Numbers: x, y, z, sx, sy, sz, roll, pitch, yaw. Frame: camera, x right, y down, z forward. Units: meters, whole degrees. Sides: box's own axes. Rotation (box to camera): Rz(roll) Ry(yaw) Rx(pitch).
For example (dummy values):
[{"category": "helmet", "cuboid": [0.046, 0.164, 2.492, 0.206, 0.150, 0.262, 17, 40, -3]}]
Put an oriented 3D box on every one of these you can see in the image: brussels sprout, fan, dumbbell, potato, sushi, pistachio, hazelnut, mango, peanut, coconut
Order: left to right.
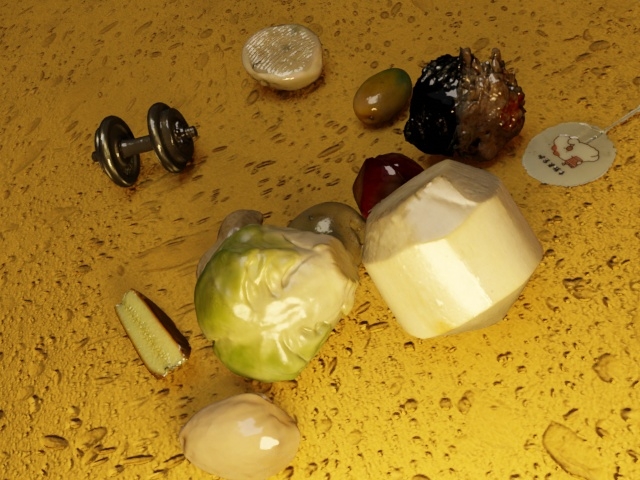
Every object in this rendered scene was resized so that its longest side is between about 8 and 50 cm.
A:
[{"category": "dumbbell", "cuboid": [-0.457, -0.247, 1.819, 0.290, 0.192, 0.192, -12, 48, 11]}, {"category": "peanut", "cuboid": [-0.196, 0.033, 1.531, 0.124, 0.123, 0.256, -1, 49, 20]}, {"category": "pistachio", "cuboid": [-0.142, 0.344, 1.239, 0.223, 0.126, 0.152, -3, 86, 20]}, {"category": "brussels sprout", "cuboid": [-0.094, 0.102, 1.317, 0.274, 0.243, 0.316, 38, 99, 14]}, {"category": "potato", "cuboid": [0.000, 0.000, 1.472, 0.194, 0.157, 0.157, -11, 46, 33]}, {"category": "mango", "cuboid": [0.158, -0.365, 1.752, 0.130, 0.091, 0.194, 6, 45, 28]}, {"category": "hazelnut", "cuboid": [0.155, -0.109, 1.466, 0.160, 0.170, 0.202, -38, 3, 34]}, {"category": "coconut", "cuboid": [0.236, 0.027, 1.252, 0.323, 0.323, 0.323, -11, 48, 13]}, {"category": "sushi", "cuboid": [0.320, -0.280, 1.520, 0.219, 0.238, 0.225, 20, 77, 29]}, {"category": "fan", "cuboid": [0.589, -0.220, 1.508, 0.329, 0.009, 0.190, -33, 46, -4]}]

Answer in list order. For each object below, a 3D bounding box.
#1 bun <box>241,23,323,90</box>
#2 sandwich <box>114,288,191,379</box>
[{"category": "bun", "cuboid": [-0.096, -0.495, 1.938, 0.237, 0.116, 0.210, 33, 72, 21]}, {"category": "sandwich", "cuboid": [-0.341, 0.205, 1.463, 0.090, 0.088, 0.244, -43, 53, -5]}]
